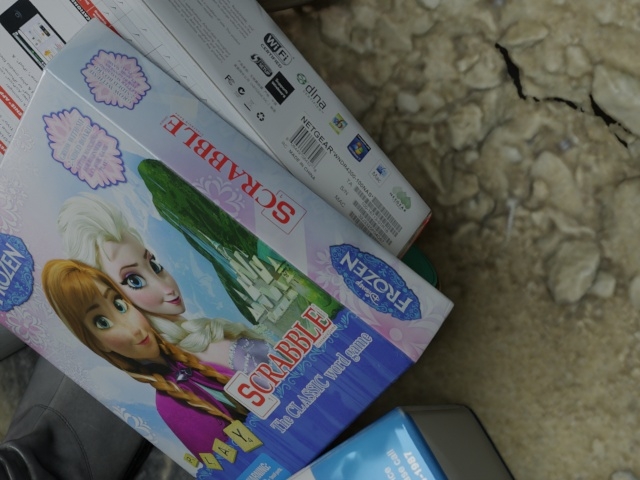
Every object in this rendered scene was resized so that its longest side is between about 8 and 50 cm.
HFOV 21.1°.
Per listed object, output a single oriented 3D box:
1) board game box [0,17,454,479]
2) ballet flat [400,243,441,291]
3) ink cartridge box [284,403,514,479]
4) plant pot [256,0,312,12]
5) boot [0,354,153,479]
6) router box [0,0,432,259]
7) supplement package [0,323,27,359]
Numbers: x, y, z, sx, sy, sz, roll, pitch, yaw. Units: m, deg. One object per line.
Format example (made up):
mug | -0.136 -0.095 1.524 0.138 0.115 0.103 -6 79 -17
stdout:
board game box | -0.105 0.037 1.274 0.318 0.066 0.319 38 143 0
ballet flat | 0.000 0.000 1.408 0.232 0.080 0.073 37 130 24
ink cartridge box | 0.004 0.347 1.325 0.395 0.166 0.285 -35 74 17
plant pot | -0.065 -0.388 1.345 0.323 0.323 0.280 -41 56 17
boot | -0.235 0.172 1.409 0.118 0.222 0.338 10 91 25
router box | -0.129 -0.078 1.299 0.335 0.082 0.301 49 141 -14
supplement package | -0.358 0.046 1.450 0.134 0.244 0.139 -29 79 24
